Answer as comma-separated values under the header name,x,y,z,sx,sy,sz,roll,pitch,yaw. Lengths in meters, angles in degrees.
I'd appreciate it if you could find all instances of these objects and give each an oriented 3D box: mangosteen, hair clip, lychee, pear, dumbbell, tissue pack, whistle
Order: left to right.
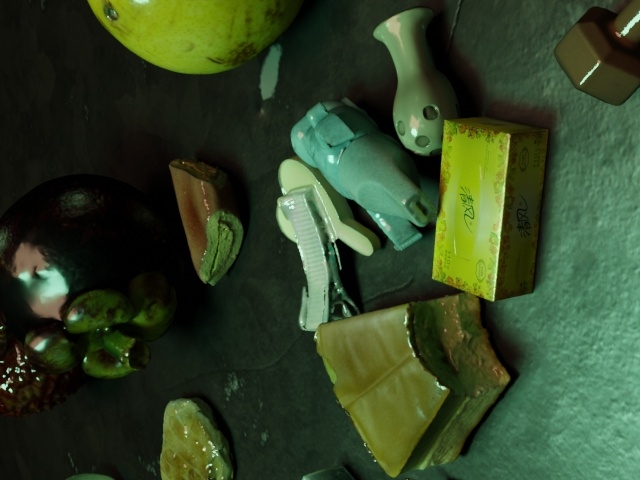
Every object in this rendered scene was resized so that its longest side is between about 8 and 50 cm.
name,x,y,z,sx,sy,sz,roll,pitch,yaw
lychee,-0.506,0.165,1.988,0.300,0.264,0.264,82,169,-75
mangosteen,-0.353,0.062,1.732,0.297,0.297,0.313,-32,32,51
pear,-0.150,-0.338,1.431,0.280,0.280,0.281,13,107,51
hair clip,0.003,-0.001,1.450,0.159,0.071,0.218,-11,94,48
whistle,0.047,-0.090,1.331,0.186,0.093,0.274,53,176,-36
tissue pack,0.173,-0.035,1.223,0.095,0.062,0.176,22,114,49
dumbbell,0.297,-0.215,1.008,0.082,0.092,0.231,41,134,3

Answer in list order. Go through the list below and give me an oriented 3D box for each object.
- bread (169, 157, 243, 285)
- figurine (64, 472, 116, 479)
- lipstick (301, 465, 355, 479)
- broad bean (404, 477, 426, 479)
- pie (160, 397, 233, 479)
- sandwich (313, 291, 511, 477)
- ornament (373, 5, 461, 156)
name,x,y,z,sx,sy,sz,roll,pitch,yaw
bread,-0.153,-0.041,1.649,0.119,0.067,0.192,-32,70,59
figurine,-0.330,0.504,1.892,0.332,0.185,0.204,7,67,57
lipstick,0.070,0.391,1.425,0.290,0.077,0.076,47,131,40
broad bean,0.193,0.372,1.262,0.075,0.067,0.325,-58,43,38
pie,-0.190,0.335,1.786,0.195,0.046,0.195,14,107,53
sandwich,0.095,0.120,1.319,0.220,0.108,0.186,56,136,35
ornament,0.109,-0.166,1.274,0.075,0.081,0.156,-24,70,30
